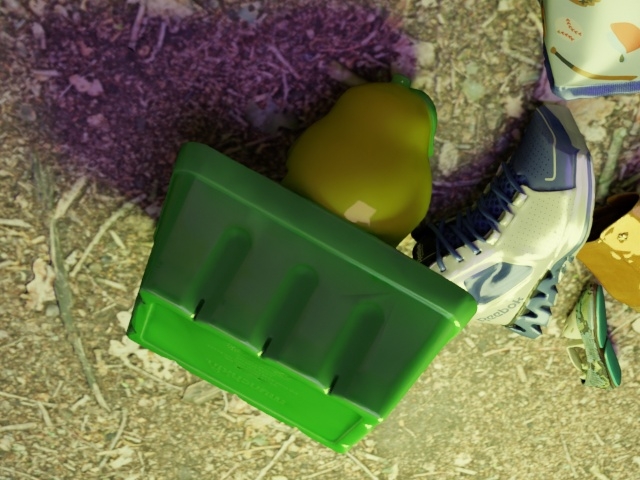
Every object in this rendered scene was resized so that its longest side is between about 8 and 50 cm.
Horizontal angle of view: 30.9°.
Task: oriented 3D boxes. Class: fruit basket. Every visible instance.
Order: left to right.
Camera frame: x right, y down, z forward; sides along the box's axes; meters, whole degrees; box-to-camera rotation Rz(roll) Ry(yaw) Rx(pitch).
[{"bbox_3d":[0.000,0.000,1.314,0.392,0.392,0.283,7,155,-12],"label":"fruit basket"}]

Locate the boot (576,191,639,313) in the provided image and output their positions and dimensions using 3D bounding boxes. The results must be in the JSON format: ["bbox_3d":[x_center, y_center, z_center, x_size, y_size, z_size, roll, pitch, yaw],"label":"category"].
[{"bbox_3d":[0.458,0.006,1.408,0.211,0.104,0.295,38,138,-25],"label":"boot"}]

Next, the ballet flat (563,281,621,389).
[{"bbox_3d":[0.360,0.133,1.564,0.070,0.070,0.188,-16,124,6],"label":"ballet flat"}]

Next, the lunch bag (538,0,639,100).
[{"bbox_3d":[0.393,-0.312,1.058,0.385,0.239,0.328,-5,145,6],"label":"lunch bag"}]

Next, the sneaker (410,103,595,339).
[{"bbox_3d":[0.207,-0.004,1.395,0.182,0.127,0.316,1,129,-10],"label":"sneaker"}]
